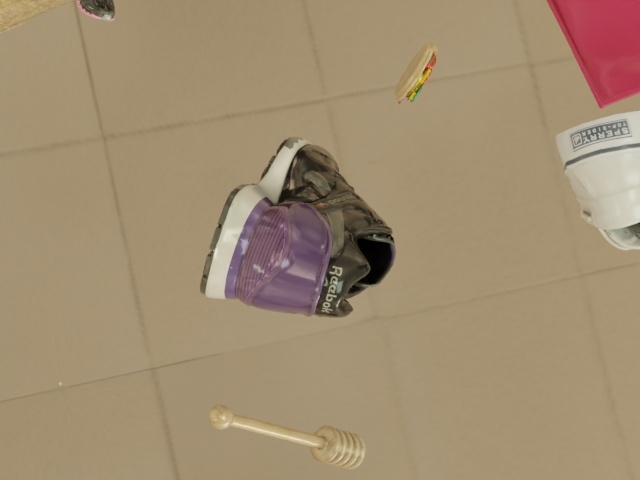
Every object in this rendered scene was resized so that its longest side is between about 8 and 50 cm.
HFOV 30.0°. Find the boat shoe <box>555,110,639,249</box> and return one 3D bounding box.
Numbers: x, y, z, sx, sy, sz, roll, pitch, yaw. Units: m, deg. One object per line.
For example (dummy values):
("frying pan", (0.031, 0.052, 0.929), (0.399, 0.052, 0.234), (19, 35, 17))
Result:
("boat shoe", (0.228, -0.034, 0.882), (0.095, 0.258, 0.084), (-15, 82, 25))

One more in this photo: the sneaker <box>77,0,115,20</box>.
("sneaker", (-0.295, -0.337, 1.570), (0.047, 0.057, 0.119), (4, 43, -37))

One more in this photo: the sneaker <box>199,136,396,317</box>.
("sneaker", (0.000, 0.000, 0.953), (0.124, 0.283, 0.107), (18, 110, 5))

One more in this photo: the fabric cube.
("fabric cube", (0.452, -0.363, 1.540), (0.254, 0.258, 0.259), (61, 37, -12))

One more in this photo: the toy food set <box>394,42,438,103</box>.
("toy food set", (0.114, -0.197, 1.411), (0.020, 0.083, 0.083), (32, 97, -9))

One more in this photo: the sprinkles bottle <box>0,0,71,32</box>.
("sprinkles bottle", (-0.279, -0.223, 0.964), (0.355, 0.121, 0.121), (-18, 87, 14))

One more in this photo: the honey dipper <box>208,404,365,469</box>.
("honey dipper", (-0.025, 0.148, 0.913), (0.160, 0.030, 0.030), (25, 76, -46))
